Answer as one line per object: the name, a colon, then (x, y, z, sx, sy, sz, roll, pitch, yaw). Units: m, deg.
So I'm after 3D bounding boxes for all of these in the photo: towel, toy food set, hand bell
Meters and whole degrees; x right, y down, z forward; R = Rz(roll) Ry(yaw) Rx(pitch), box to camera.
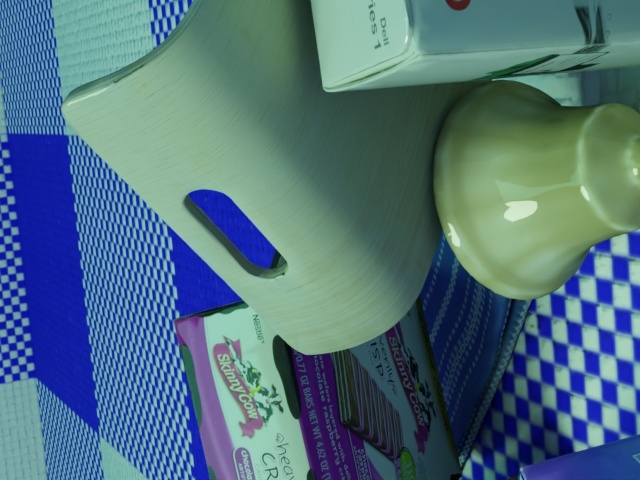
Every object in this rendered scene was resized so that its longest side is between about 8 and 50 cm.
towel: (0.041, 0.007, 0.929, 0.336, 0.040, 0.243, -121, 32, -40)
toy food set: (0.000, -0.122, 0.628, 0.092, 0.220, 0.306, -1, 55, 35)
hand bell: (0.181, -0.041, 0.568, 0.242, 0.126, 0.126, -10, 88, 54)

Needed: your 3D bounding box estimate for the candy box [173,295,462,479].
candy box: (0.010, 0.106, 0.752, 0.071, 0.233, 0.159, -15, 87, 23)

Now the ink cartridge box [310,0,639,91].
ink cartridge box: (0.101, -0.158, 0.531, 0.092, 0.219, 0.160, -8, 89, 64)

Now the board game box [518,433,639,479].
board game box: (0.181, 0.300, 0.560, 0.233, 0.078, 0.347, 87, 167, -55)

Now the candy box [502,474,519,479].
candy box: (0.096, 0.212, 0.791, 0.053, 0.109, 0.187, 69, 152, 22)

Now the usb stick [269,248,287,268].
usb stick: (0.000, 0.000, 0.932, 0.077, 0.045, 0.278, 57, 150, 25)
